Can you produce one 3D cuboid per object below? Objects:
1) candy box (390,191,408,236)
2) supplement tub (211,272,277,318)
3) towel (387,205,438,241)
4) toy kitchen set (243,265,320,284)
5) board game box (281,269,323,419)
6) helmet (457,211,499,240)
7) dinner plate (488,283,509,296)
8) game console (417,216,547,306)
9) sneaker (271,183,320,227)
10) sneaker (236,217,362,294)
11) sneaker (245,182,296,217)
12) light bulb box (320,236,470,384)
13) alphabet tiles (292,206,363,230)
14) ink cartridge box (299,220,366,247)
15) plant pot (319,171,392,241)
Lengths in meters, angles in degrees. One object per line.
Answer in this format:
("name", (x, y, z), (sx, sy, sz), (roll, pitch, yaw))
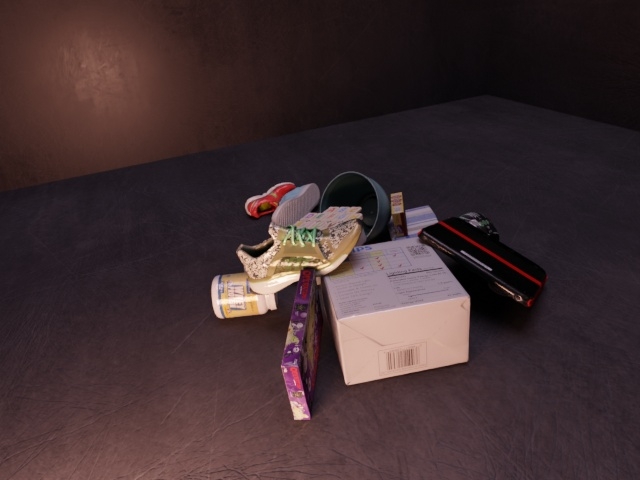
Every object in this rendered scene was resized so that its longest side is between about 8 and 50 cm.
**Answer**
("candy box", (0.321, -0.108, 1.972), (0.053, 0.109, 0.187), (-10, 29, 11))
("supplement tub", (-0.248, 0.177, 1.601), (0.199, 0.145, 0.144), (-7, 28, 0))
("towel", (0.383, -0.056, 1.997), (0.209, 0.034, 0.285), (-13, 28, 5))
("toy kitchen set", (-0.136, 0.121, 1.703), (0.207, 0.122, 0.166), (-14, -3, 33))
("board game box", (-0.040, 0.265, 1.289), (0.056, 0.208, 0.347), (1, 37, 6))
("helmet", (0.568, -0.024, 1.813), (0.169, 0.170, 0.162), (-19, 48, -23))
("dinner plate", (0.630, 0.152, 1.608), (0.141, 0.017, 0.141), (-4, 29, 2))
("game console", (0.524, 0.055, 1.548), (0.386, 0.060, 0.342), (35, 28, 23))
("sneaker", (-0.139, -0.143, 2.224), (0.150, 0.135, 0.366), (-11, 19, 35))
("sneaker", (-0.074, 0.016, 1.414), (0.410, 0.182, 0.158), (-26, 30, 15))
("sneaker", (-0.222, -0.183, 2.329), (0.278, 0.107, 0.118), (-30, 40, -20))
("light bulb box", (0.196, 0.185, 1.412), (0.357, 0.226, 0.361), (-9, 27, -5))
("alphabet tiles", (0.014, -0.064, 1.789), (0.284, 0.021, 0.278), (4, 31, 45))
("ink cartridge box", (0.000, 0.000, 1.838), (0.278, 0.117, 0.201), (0, 30, 41))
("plant pot", (0.169, -0.122, 1.974), (0.292, 0.294, 0.196), (19, 11, 39))
